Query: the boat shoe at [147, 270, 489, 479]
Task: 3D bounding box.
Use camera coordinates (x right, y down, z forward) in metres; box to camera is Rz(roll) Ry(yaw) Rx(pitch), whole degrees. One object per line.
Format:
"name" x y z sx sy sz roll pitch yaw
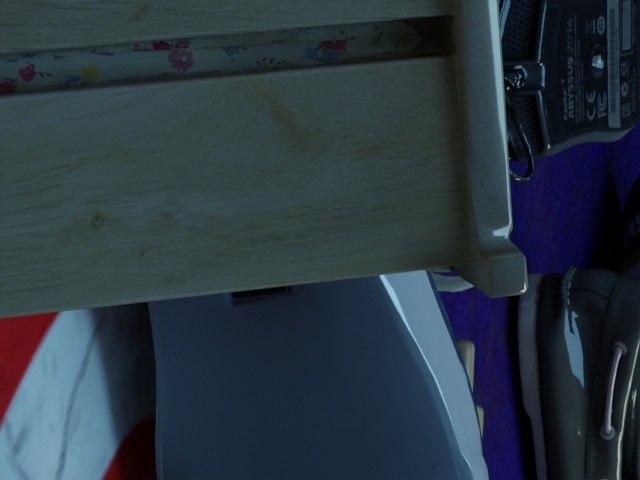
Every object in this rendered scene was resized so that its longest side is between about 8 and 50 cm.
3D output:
"boat shoe" -0.008 0.000 0.665 0.156 0.136 0.367 -54 129 -60

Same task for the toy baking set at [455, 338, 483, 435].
"toy baking set" 0.052 0.100 0.919 0.197 0.030 0.256 41 52 -62

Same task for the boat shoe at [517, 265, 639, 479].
"boat shoe" 0.210 0.173 1.223 0.112 0.095 0.335 -59 142 -55

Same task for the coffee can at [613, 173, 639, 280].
"coffee can" 0.332 0.081 1.385 0.275 0.201 0.201 -69 150 -42

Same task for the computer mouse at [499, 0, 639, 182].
"computer mouse" 0.141 -0.125 1.105 0.272 0.072 0.188 -10 102 -55

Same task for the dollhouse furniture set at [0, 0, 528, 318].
"dollhouse furniture set" -0.010 -0.092 0.499 0.174 0.303 0.355 -137 -137 -76
